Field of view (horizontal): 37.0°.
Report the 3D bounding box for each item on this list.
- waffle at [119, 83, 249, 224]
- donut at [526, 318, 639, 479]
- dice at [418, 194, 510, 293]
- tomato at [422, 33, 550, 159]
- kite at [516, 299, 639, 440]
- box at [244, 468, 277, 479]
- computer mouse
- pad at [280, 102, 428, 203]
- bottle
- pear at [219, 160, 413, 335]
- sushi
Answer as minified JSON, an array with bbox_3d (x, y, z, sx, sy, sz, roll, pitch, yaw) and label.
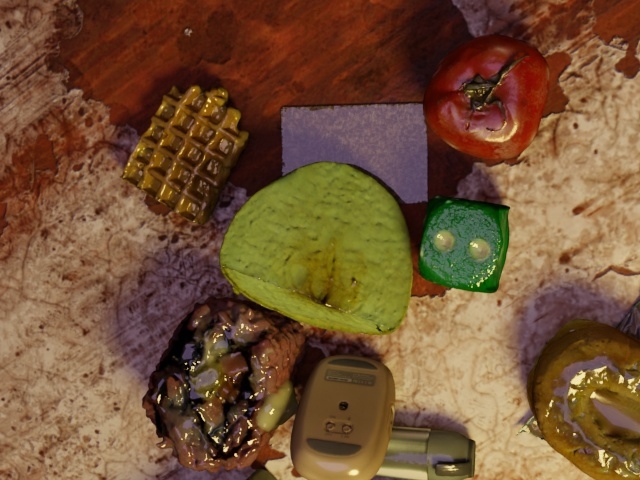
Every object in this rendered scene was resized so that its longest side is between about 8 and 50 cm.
[{"bbox_3d":[-0.204,-0.152,1.535,0.160,0.055,0.211,32,98,10],"label":"waffle"},{"bbox_3d":[0.422,0.242,1.357,0.261,0.128,0.209,25,98,11],"label":"donut"},{"bbox_3d":[0.213,0.004,1.408,0.120,0.128,0.131,9,96,14],"label":"dice"},{"bbox_3d":[0.240,-0.210,1.379,0.187,0.151,0.187,3,100,17],"label":"tomato"},{"bbox_3d":[0.494,0.250,1.414,0.405,0.014,0.369,-3,93,12],"label":"kite"},{"bbox_3d":[-0.121,0.600,1.498,0.344,0.177,0.352,-44,83,8],"label":"box"},{"bbox_3d":[0.035,0.270,1.423,0.145,0.237,0.082,4,128,9],"label":"computer mouse"},{"bbox_3d":[0.052,-0.135,1.502,0.234,0.003,0.158,-1,93,13],"label":"pad"},{"bbox_3d":[0.109,0.326,1.466,0.253,0.096,0.080,3,100,12],"label":"bottle"},{"bbox_3d":[0.003,0.002,1.454,0.287,0.139,0.239,21,73,-6],"label":"pear"},{"bbox_3d":[-0.141,0.218,1.481,0.236,0.171,0.270,27,94,11],"label":"sushi"}]
